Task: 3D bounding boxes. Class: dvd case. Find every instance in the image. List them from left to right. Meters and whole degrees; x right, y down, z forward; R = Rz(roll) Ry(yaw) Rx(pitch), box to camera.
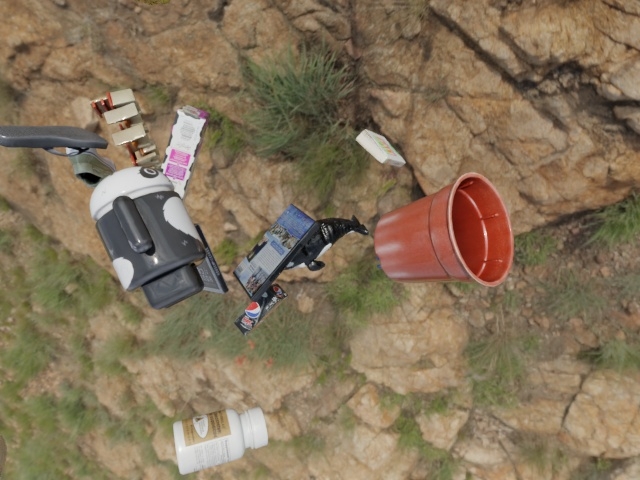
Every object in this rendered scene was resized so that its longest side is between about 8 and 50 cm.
[{"bbox_3d":[-0.392,0.054,1.546,0.179,0.029,0.238,3,120,44],"label":"dvd case"},{"bbox_3d":[-0.120,0.027,1.277,0.253,0.180,0.022,-50,121,-1],"label":"dvd case"}]

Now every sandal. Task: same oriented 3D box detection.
[{"bbox_3d":[-0.654,-0.241,1.197,0.097,0.255,0.054,40,122,36],"label":"sandal"}]

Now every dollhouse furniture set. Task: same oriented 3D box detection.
[{"bbox_3d":[-0.610,-0.332,1.540,0.262,0.135,0.259,102,145,-72],"label":"dollhouse furniture set"}]

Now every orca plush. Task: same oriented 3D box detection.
[{"bbox_3d":[0.000,0.000,1.361,0.287,0.151,0.102,-11,168,-12],"label":"orca plush"}]

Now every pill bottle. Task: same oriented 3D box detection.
[{"bbox_3d":[-0.262,0.516,1.292,0.229,0.131,0.131,-9,133,-18],"label":"pill bottle"}]

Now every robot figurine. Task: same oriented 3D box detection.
[{"bbox_3d":[-0.329,-0.009,0.960,0.209,0.174,0.278,-31,84,46],"label":"robot figurine"}]

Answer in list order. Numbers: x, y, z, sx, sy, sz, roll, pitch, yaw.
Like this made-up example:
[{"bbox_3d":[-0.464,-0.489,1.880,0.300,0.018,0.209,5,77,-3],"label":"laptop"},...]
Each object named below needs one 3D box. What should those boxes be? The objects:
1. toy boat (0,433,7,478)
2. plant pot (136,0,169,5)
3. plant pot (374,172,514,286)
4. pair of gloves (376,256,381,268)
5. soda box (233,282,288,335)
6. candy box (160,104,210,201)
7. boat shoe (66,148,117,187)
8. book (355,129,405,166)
[{"bbox_3d":[-0.610,0.379,0.683,0.318,0.267,0.148,-12,117,-10],"label":"toy boat"},{"bbox_3d":[-0.327,-0.498,0.937,0.082,0.081,0.083,10,107,25],"label":"plant pot"},{"bbox_3d":[0.297,-0.006,1.245,0.265,0.272,0.272,-15,120,47],"label":"plant pot"},{"bbox_3d":[0.250,0.020,1.471,0.159,0.198,0.023,11,164,-9],"label":"pair of gloves"},{"bbox_3d":[-0.171,0.197,1.401,0.053,0.060,0.169,48,113,11],"label":"soda box"},{"bbox_3d":[-0.340,-0.206,1.206,0.071,0.159,0.233,16,106,-13],"label":"candy box"},{"bbox_3d":[-0.691,-0.207,1.477,0.109,0.094,0.302,-6,173,-7],"label":"boat shoe"},{"bbox_3d":[0.160,-0.232,1.265,0.035,0.144,0.096,-45,74,23],"label":"book"}]
